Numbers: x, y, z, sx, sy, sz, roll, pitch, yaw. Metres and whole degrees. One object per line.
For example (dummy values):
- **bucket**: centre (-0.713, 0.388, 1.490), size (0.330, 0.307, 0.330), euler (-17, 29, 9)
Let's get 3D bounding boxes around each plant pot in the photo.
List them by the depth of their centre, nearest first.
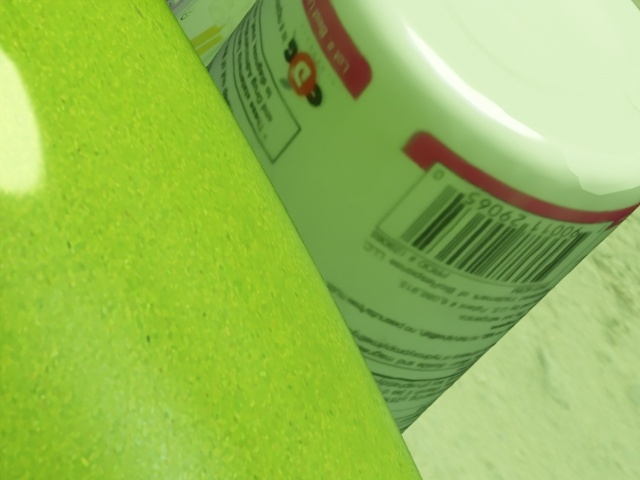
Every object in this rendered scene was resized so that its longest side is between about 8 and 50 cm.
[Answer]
- **plant pot**: centre (-0.129, 0.087, 0.531), size (0.353, 0.366, 0.366), euler (50, 35, -9)

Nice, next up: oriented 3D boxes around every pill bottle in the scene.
- **pill bottle**: centre (0.000, 0.000, 0.747), size (0.160, 0.283, 0.160), euler (25, 40, -22)

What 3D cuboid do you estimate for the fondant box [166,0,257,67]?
- **fondant box**: centre (-0.042, -0.174, 0.805), size (0.096, 0.238, 0.330), euler (46, -1, 6)
